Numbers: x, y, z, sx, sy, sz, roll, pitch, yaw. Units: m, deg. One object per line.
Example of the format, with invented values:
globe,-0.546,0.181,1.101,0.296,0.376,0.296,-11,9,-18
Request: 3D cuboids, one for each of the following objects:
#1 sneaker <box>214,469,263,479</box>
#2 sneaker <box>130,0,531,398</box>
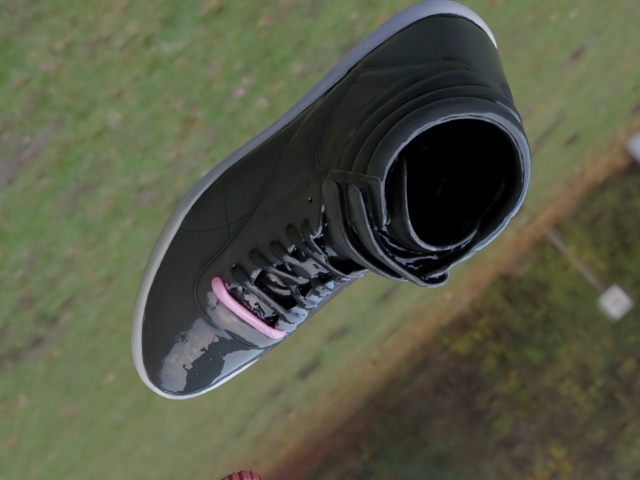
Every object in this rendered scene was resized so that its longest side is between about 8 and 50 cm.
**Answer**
sneaker,-0.063,0.213,1.057,0.093,0.088,0.225,-14,152,-6
sneaker,0.000,0.000,0.962,0.296,0.104,0.147,-46,-155,12
